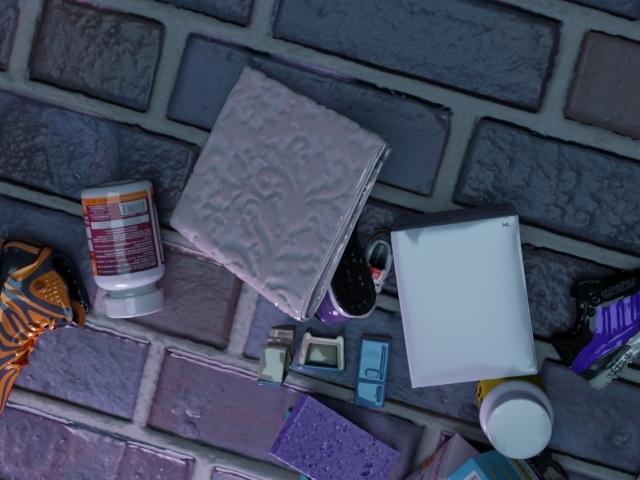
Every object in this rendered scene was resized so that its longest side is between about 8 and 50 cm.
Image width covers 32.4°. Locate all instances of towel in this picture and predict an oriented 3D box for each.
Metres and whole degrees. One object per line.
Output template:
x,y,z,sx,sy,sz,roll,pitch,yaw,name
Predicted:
-0.071,-0.084,1.771,0.332,0.053,0.316,34,103,34,towel

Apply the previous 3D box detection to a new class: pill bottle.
0.315,0.271,1.790,0.119,0.208,0.119,1,99,6,pill bottle
-0.327,0.012,1.855,0.121,0.121,0.221,-6,99,7,pill bottle

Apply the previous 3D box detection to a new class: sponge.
0.026,0.360,1.872,0.210,0.031,0.117,35,79,-21,sponge

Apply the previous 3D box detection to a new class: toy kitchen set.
0.008,0.225,1.834,0.207,0.166,0.122,6,99,5,toy kitchen set

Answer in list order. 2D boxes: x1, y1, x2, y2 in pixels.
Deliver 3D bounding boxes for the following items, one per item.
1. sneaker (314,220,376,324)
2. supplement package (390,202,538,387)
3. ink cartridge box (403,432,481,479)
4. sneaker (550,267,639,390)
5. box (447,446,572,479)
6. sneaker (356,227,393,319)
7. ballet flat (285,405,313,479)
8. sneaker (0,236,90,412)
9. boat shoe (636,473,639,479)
0.000,0.000,1.829,0.107,0.124,0.283,0,75,-33,sneaker
0.232,0.087,1.800,0.204,0.145,0.261,-7,98,7,supplement package
0.200,0.477,1.834,0.168,0.171,0.232,43,113,-2,ink cartridge box
0.489,0.096,1.797,0.146,0.102,0.293,38,101,-1,sneaker
0.310,0.387,1.781,0.060,0.244,0.100,-48,65,26,box
0.082,0.060,1.845,0.057,0.075,0.161,20,101,2,sneaker
-0.006,0.390,1.923,0.073,0.080,0.232,-14,102,-20,ballet flat
-0.502,0.162,1.897,0.180,0.124,0.321,11,100,5,sneaker
0.518,0.487,1.872,0.081,0.079,0.227,13,104,-1,boat shoe
